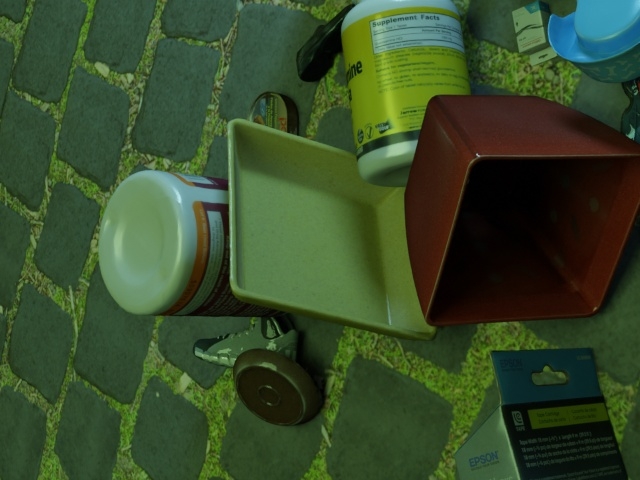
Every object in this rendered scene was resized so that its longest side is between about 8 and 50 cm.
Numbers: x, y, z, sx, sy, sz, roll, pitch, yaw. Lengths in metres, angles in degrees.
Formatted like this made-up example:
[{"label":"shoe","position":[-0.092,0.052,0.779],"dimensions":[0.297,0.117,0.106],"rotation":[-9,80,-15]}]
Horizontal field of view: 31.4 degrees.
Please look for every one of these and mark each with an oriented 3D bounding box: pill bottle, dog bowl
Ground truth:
[{"label":"pill bottle","position":[0.132,-0.263,1.750],"dimensions":[0.188,0.188,0.334],"rotation":[-17,75,42]},{"label":"pill bottle","position":[-0.140,0.014,1.847],"dimensions":[0.224,0.392,0.224],"rotation":[-5,83,44]},{"label":"dog bowl","position":[0.404,-0.336,1.500],"dimensions":[0.166,0.074,0.297],"rotation":[-5,58,39]}]

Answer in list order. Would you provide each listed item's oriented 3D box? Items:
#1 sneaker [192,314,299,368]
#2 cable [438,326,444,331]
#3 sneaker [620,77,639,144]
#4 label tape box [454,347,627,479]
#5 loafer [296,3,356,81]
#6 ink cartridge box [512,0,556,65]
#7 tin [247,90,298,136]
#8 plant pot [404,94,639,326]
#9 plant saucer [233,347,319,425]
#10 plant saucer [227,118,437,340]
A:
[{"label":"sneaker","position":[-0.125,0.169,2.046],"dimensions":[0.229,0.086,0.132],"rotation":[10,89,34]},{"label":"cable","position":[0.146,0.009,1.796],"dimensions":[0.287,0.072,0.139],"rotation":[45,112,36]},{"label":"sneaker","position":[0.453,-0.202,1.526],"dimensions":[0.087,0.083,0.221],"rotation":[-1,89,28]},{"label":"label tape box","position":[0.301,0.318,1.510],"dimensions":[0.106,0.241,0.333],"rotation":[-28,67,41]},{"label":"loafer","position":[0.010,-0.351,1.962],"dimensions":[0.170,0.062,0.061],"rotation":[-44,54,31]},{"label":"ink cartridge box","position":[0.317,-0.306,1.685],"dimensions":[0.048,0.028,0.083],"rotation":[-19,75,42]},{"label":"tin","position":[-0.086,-0.174,2.056],"dimensions":[0.106,0.040,0.189],"rotation":[-2,85,48]},{"label":"plant pot","position":[0.252,-0.065,1.554],"dimensions":[0.236,0.267,0.267],"rotation":[-114,29,-49]},{"label":"plant saucer","position":[-0.083,0.260,1.960],"dimensions":[0.168,0.029,0.168],"rotation":[17,130,21]},{"label":"plant saucer","position":[0.000,0.000,1.711],"dimensions":[0.081,0.333,0.332],"rotation":[-52,32,43]}]
